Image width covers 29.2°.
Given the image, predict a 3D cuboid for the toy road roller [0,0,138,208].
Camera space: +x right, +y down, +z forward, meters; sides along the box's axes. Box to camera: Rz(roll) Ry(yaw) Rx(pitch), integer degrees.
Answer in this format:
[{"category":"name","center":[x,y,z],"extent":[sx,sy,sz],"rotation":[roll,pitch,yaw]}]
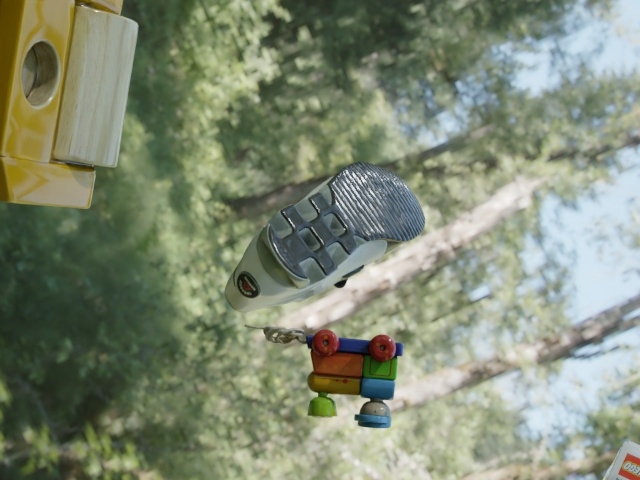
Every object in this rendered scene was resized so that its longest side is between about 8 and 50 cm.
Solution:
[{"category":"toy road roller","center":[-0.318,-0.146,0.968],"extent":[0.329,0.241,0.202],"rotation":[4,96,-69]}]

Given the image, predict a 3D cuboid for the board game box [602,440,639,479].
[{"category":"board game box","center":[0.315,0.257,1.013],"extent":[0.193,0.053,0.305],"rotation":[25,-16,16]}]

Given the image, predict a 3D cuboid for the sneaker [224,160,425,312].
[{"category":"sneaker","center":[0.000,0.000,1.519],"extent":[0.146,0.331,0.122],"rotation":[-40,-101,39]}]

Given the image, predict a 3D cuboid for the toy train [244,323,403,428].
[{"category":"toy train","center":[0.000,0.211,1.902],"extent":[0.105,0.248,0.143],"rotation":[88,7,-82]}]
